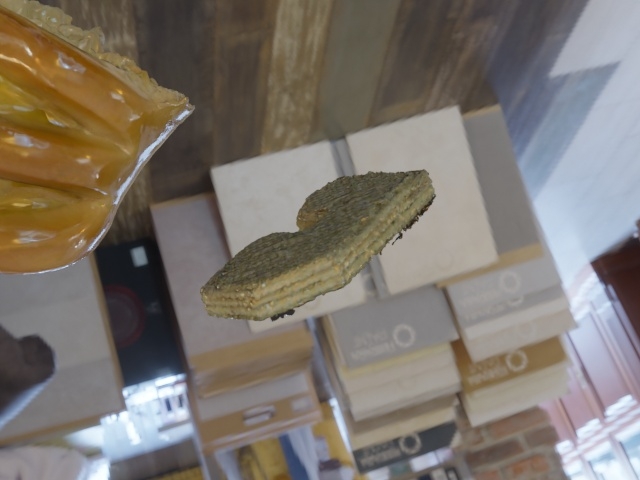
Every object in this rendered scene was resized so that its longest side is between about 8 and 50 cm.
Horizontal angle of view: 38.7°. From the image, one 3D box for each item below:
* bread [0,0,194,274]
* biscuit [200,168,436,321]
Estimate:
[{"bbox_3d":[-0.317,-0.120,0.857,0.270,0.316,0.211,-53,156,-6],"label":"bread"},{"bbox_3d":[0.000,0.000,0.945,0.147,0.046,0.250,1,-148,44],"label":"biscuit"}]
